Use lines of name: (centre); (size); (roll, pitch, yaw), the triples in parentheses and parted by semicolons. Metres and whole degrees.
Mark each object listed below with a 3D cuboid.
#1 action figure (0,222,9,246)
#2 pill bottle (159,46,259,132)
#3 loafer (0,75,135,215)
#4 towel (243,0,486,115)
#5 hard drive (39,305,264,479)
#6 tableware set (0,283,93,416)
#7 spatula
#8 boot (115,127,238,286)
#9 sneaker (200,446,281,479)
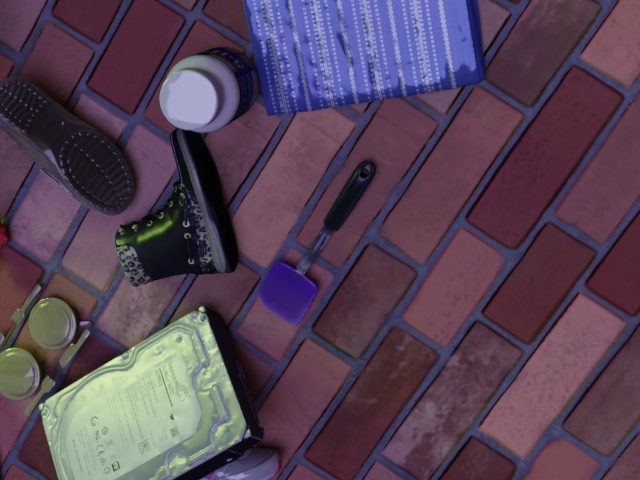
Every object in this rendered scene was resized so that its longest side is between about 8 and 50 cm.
action figure: (-0.558, -0.068, 1.892); (0.092, 0.139, 0.280); (-4, 106, 14)
pill bottle: (-0.162, -0.214, 1.743); (0.112, 0.186, 0.112); (3, 105, 10)
loafer: (-0.394, -0.145, 1.861); (0.268, 0.092, 0.102); (47, 74, -17)
towel: (0.060, -0.321, 1.756); (0.336, 0.040, 0.243); (-7, 105, 15)
hard drive: (-0.269, 0.283, 1.892); (0.339, 0.064, 0.236); (-30, 62, 14)
tableware set: (-0.460, 0.177, 1.986); (0.128, 0.039, 0.194); (41, 103, 11)
spatula: (0.000, 0.000, 1.850); (0.084, 0.030, 0.296); (33, 109, 4)
boot: (-0.239, -0.046, 1.858); (0.179, 0.085, 0.236); (-13, 102, 17)
sneaker: (-0.185, 0.326, 1.936); (0.252, 0.103, 0.111); (7, 107, 9)
